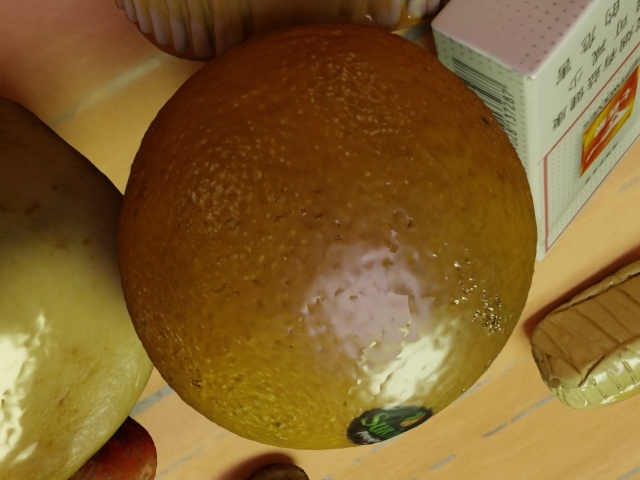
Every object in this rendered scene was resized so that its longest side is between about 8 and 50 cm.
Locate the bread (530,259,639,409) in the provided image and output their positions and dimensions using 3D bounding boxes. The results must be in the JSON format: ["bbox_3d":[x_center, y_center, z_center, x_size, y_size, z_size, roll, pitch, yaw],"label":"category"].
[{"bbox_3d":[0.393,0.125,1.048,0.236,0.140,0.106,-32,135,6],"label":"bread"}]

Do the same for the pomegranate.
[{"bbox_3d":[-0.283,0.046,0.590,0.332,0.333,0.333,-12,129,-15],"label":"pomegranate"}]

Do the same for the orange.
[{"bbox_3d":[0.000,0.000,0.524,0.274,0.274,0.274,-12,129,-15],"label":"orange"}]

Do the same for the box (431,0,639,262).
[{"bbox_3d":[0.212,-0.138,0.692,0.210,0.095,0.330,-49,152,-8],"label":"box"}]

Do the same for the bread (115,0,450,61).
[{"bbox_3d":[-0.018,-0.240,0.574,0.288,0.204,0.156,-16,153,-8],"label":"bread"}]

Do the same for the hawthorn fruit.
[{"bbox_3d":[-0.256,0.268,0.867,0.156,0.157,0.194,-5,123,-20],"label":"hawthorn fruit"}]

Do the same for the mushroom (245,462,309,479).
[{"bbox_3d":[-0.069,0.348,1.059,0.126,0.085,0.109,-30,162,-19],"label":"mushroom"}]
